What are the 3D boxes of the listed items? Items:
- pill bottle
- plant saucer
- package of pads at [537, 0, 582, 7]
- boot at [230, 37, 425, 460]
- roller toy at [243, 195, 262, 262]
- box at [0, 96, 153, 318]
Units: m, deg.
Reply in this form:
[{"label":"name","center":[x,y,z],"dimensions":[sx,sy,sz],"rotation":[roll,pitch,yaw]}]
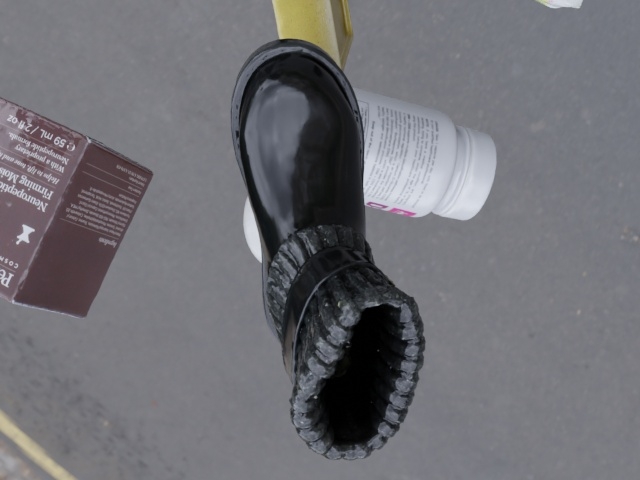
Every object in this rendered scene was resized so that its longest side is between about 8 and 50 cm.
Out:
[{"label":"pill bottle","center":[0.097,-0.123,1.545],"dimensions":[0.283,0.160,0.160],"rotation":[13,141,-17]},{"label":"plant saucer","center":[-0.012,-0.394,1.672],"dimensions":[0.081,0.333,0.332],"rotation":[-7,114,9]},{"label":"package of pads","center":[0.336,-0.528,1.766],"dimensions":[0.297,0.101,0.229],"rotation":[16,101,-23]},{"label":"boot","center":[0.004,0.000,1.001],"dimensions":[0.131,0.260,0.348],"rotation":[-11,110,-5]},{"label":"roller toy","center":[-0.033,-0.039,2.007],"dimensions":[0.146,0.209,0.191],"rotation":[3,90,36]},{"label":"box","center":[-0.336,-0.039,1.266],"dimensions":[0.168,0.203,0.167],"rotation":[24,177,19]}]
